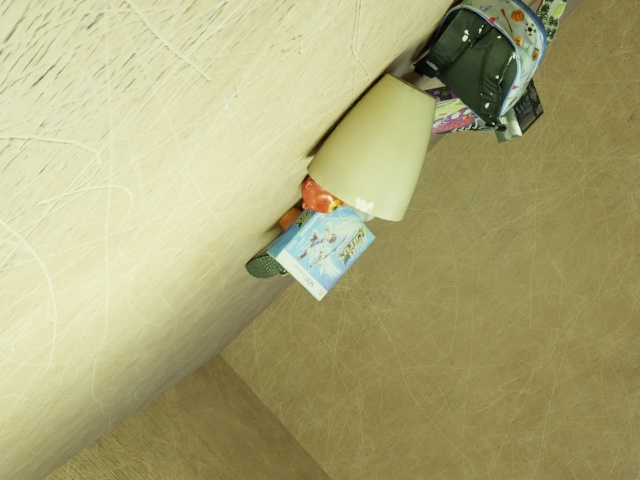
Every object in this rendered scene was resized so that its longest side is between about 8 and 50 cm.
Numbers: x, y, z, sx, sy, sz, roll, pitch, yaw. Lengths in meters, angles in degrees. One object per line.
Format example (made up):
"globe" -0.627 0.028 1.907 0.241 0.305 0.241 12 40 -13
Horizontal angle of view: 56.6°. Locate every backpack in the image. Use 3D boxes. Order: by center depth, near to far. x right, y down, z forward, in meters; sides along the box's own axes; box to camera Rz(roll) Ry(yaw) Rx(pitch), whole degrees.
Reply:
"backpack" 0.382 -0.428 1.337 0.213 0.276 0.263 -47 169 -12

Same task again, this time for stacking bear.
"stacking bear" 0.082 -0.158 1.635 0.289 0.164 0.175 -21 153 -26

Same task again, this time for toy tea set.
"toy tea set" 0.016 -0.102 1.847 0.336 0.124 0.200 -44 175 10

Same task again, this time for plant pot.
"plant pot" 0.141 -0.227 1.352 0.274 0.256 0.256 -63 168 20

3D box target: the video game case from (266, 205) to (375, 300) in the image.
"video game case" 0.009 0.012 1.779 0.269 0.061 0.244 -48 131 -7

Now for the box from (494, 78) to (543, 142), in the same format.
"box" 0.663 -0.544 2.092 0.097 0.318 0.395 -18 -168 36

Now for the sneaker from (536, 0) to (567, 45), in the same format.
"sneaker" 0.807 -0.795 2.112 0.279 0.107 0.118 -65 173 27

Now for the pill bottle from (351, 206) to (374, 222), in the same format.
"pill bottle" 0.195 -0.176 2.398 0.283 0.161 0.161 -39 174 -38

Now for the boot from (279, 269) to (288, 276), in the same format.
"boot" -0.117 0.054 2.472 0.198 0.077 0.137 -56 172 -7

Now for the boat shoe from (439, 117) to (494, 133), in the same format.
"boat shoe" 0.572 -0.466 2.328 0.341 0.127 0.158 11 -144 45

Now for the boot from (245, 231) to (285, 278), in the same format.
"boot" -0.131 0.030 2.018 0.247 0.083 0.161 -27 -157 22

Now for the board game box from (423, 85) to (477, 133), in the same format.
"board game box" 0.279 -0.336 1.579 0.347 0.056 0.208 -14 171 -13
